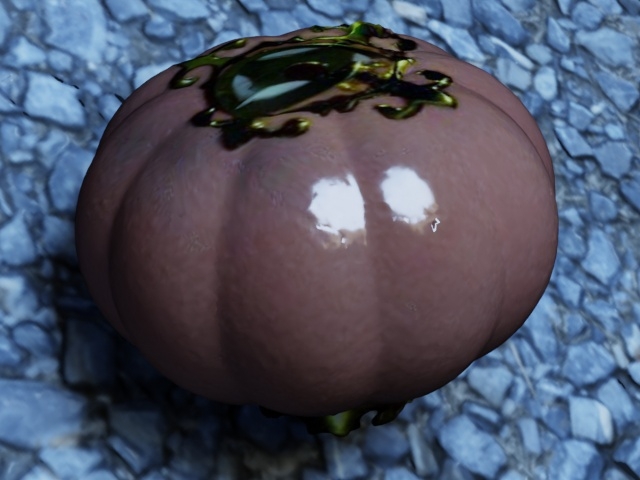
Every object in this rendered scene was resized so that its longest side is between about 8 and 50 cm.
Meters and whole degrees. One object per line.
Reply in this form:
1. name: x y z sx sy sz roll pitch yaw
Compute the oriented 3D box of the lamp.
1. lamp: 0.000 0.000 1.115 0.305 0.240 0.305 -5 26 2
